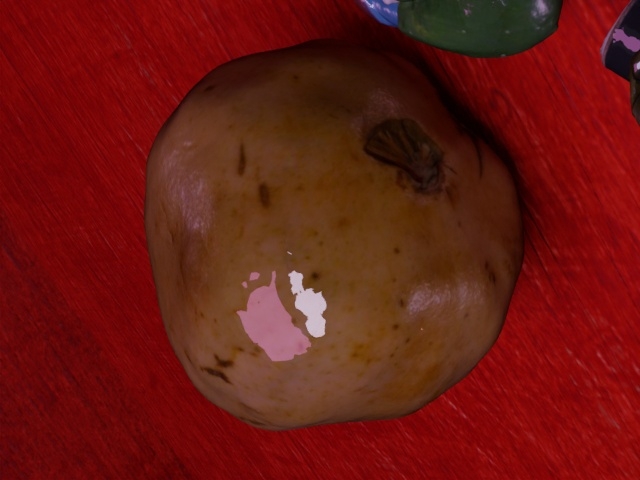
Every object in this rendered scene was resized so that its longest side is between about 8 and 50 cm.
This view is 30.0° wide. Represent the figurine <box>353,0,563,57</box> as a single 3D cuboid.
[{"bbox_3d":[0.072,-0.243,0.797,0.185,0.127,0.234,31,159,48],"label":"figurine"}]

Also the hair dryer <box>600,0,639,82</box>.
[{"bbox_3d":[0.259,-0.159,0.672,0.128,0.070,0.255,40,147,19],"label":"hair dryer"}]

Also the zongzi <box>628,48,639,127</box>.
[{"bbox_3d":[0.334,-0.100,0.595,0.289,0.123,0.260,18,125,-10],"label":"zongzi"}]

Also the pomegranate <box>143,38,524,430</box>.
[{"bbox_3d":[0.000,0.000,1.000,0.332,0.332,0.332,37,151,25],"label":"pomegranate"}]
